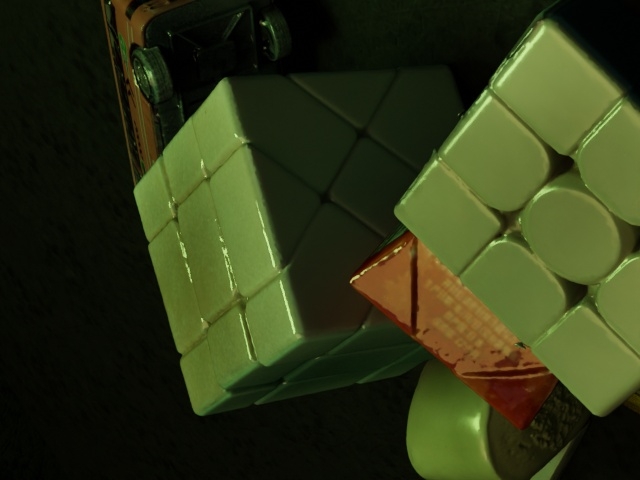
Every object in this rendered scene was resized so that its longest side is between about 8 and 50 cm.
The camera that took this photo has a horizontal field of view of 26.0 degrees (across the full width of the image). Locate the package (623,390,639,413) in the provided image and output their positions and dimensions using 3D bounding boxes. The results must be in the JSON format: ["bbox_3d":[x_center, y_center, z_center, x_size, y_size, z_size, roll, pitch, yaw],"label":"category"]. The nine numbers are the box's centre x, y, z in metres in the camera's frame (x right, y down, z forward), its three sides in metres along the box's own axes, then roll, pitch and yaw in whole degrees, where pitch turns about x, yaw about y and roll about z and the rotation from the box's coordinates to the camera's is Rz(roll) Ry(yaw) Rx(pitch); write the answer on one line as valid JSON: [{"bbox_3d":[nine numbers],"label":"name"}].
[{"bbox_3d":[0.393,0.179,1.710,0.071,0.047,0.131,32,142,22],"label":"package"}]

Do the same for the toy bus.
[{"bbox_3d":[-0.165,-0.193,1.863,0.233,0.203,0.427,51,155,40],"label":"toy bus"}]

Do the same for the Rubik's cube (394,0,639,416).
[{"bbox_3d":[0.301,-0.070,1.303,0.292,0.290,0.291,44,136,8],"label":"Rubik's cube"}]

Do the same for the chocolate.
[{"bbox_3d":[0.184,0.038,1.438,0.235,0.237,0.108,41,130,4],"label":"chocolate"}]

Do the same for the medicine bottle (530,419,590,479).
[{"bbox_3d":[0.273,0.264,1.941,0.171,0.052,0.201,38,145,20],"label":"medicine bottle"}]

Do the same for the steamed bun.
[{"bbox_3d":[0.220,0.190,1.743,0.200,0.250,0.154,0,125,52],"label":"steamed bun"}]

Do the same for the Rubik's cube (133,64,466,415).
[{"bbox_3d":[0.000,0.000,1.660,0.316,0.322,0.318,-40,62,56],"label":"Rubik's cube"}]
